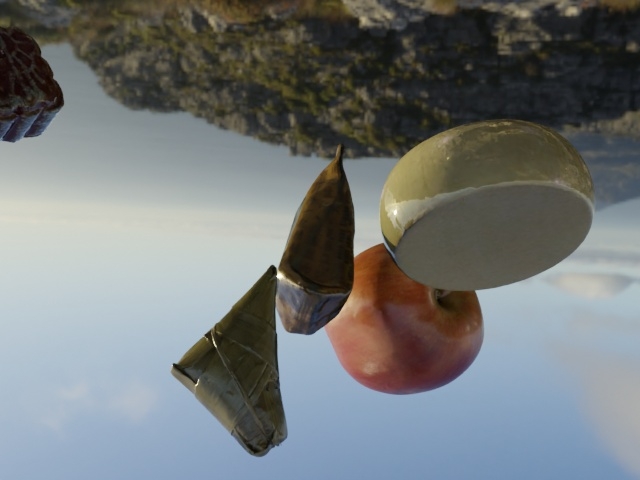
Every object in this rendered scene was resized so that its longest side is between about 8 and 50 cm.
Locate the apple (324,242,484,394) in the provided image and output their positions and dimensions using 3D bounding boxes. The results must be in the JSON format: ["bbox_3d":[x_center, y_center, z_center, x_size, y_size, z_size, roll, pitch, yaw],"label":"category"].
[{"bbox_3d":[0.117,0.123,1.246,0.242,0.242,0.241,2,154,-45],"label":"apple"}]

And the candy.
[{"bbox_3d":[0.000,0.000,1.107,0.101,0.271,0.143,14,142,-5],"label":"candy"}]

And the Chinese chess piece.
[{"bbox_3d":[0.206,-0.037,1.006,0.273,0.102,0.273,-5,147,-3],"label":"Chinese chess piece"}]

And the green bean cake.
[{"bbox_3d":[-0.491,-0.230,1.114,0.097,0.198,0.233,-34,171,41],"label":"green bean cake"}]

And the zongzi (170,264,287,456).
[{"bbox_3d":[-0.064,0.145,0.937,0.160,0.176,0.078,45,178,7],"label":"zongzi"}]
